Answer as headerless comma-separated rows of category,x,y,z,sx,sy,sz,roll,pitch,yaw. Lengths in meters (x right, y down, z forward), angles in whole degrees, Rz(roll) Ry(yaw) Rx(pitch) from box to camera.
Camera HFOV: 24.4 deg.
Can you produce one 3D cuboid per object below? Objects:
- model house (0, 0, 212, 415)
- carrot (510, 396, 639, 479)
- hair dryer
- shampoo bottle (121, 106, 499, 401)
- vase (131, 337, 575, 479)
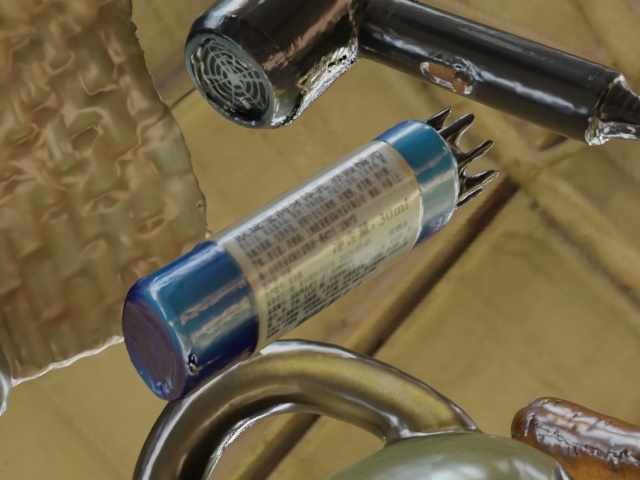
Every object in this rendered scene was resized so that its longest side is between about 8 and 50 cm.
model house,-0.382,-0.069,1.276,0.400,0.445,0.395,-29,-69,-22
carrot,0.194,0.140,0.972,0.055,0.161,0.055,-6,-81,-40
hair dryer,0.087,-0.122,1.039,0.189,0.352,0.107,-46,-34,-31
shampoo bottle,0.000,0.000,0.644,0.183,0.087,0.050,-32,-106,-24
vase,0.006,0.208,0.774,0.241,0.302,0.329,33,-148,-65
